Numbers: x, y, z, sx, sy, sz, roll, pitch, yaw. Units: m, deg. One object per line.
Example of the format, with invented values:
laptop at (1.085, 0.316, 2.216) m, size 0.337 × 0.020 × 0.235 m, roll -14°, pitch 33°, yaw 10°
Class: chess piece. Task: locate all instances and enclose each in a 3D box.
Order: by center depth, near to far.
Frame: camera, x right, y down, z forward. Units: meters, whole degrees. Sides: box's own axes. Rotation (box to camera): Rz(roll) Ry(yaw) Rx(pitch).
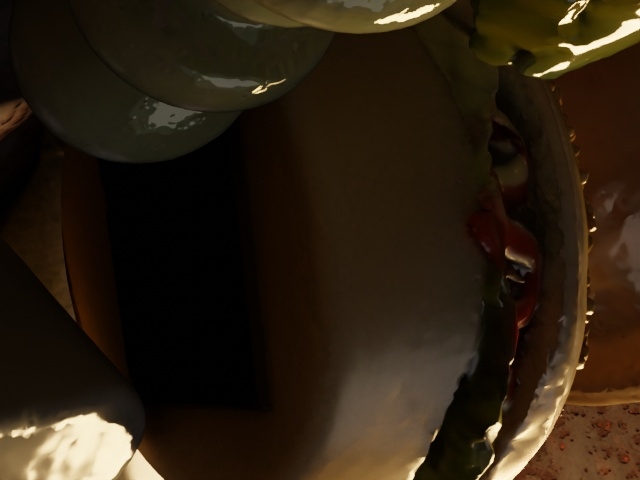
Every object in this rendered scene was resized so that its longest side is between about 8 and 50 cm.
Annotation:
chess piece at (-0.038, -0.110, 0.727) m, size 0.144 × 0.144 × 0.251 m, roll -26°, pitch 177°, yaw -37°

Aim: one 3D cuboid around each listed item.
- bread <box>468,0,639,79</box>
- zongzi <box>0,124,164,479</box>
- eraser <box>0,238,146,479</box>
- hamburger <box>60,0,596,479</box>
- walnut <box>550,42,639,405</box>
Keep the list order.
bread at (0.171, -0.200, 0.440) m, size 0.251 × 0.208 × 0.376 m, roll -32°, pitch -175°, yaw -34°
zongzi at (-0.307, 0.130, 1.212) m, size 0.500 × 0.218 × 0.467 m, roll -22°, pitch 143°, yaw 0°
eraser at (-0.275, 0.153, 0.889) m, size 0.331 × 0.150 × 0.331 m, roll -33°, pitch 152°, yaw -20°
hamburger at (0.000, 0.000, 0.936) m, size 0.170 × 0.302 × 0.302 m, roll -8°, pitch 160°, yaw -35°
walnut at (0.207, -0.070, 1.171) m, size 0.381 × 0.381 × 0.381 m, roll -31°, pitch 172°, yaw -5°
